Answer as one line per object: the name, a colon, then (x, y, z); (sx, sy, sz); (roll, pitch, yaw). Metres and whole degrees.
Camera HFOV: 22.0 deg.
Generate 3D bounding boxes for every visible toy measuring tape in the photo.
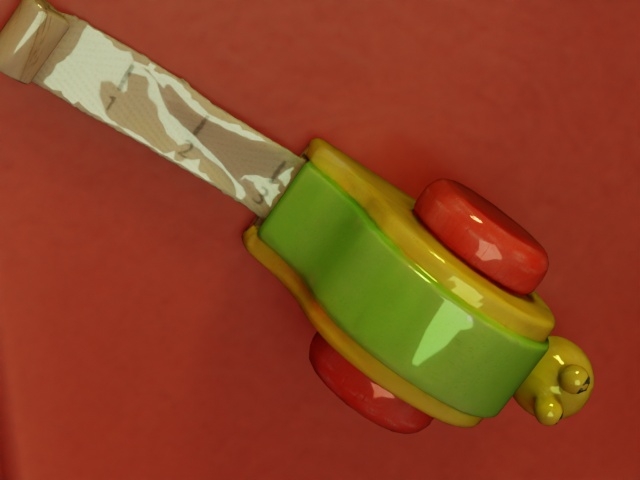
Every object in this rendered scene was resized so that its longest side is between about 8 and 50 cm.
toy measuring tape: (0.000, 0.000, 0.745); (0.330, 0.121, 0.121); (32, 101, -20)
